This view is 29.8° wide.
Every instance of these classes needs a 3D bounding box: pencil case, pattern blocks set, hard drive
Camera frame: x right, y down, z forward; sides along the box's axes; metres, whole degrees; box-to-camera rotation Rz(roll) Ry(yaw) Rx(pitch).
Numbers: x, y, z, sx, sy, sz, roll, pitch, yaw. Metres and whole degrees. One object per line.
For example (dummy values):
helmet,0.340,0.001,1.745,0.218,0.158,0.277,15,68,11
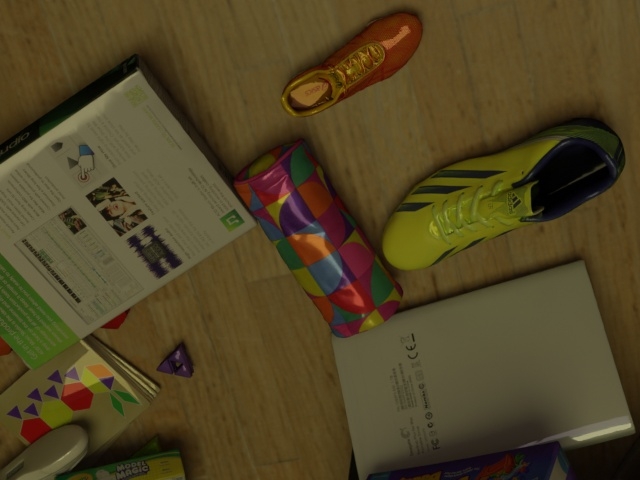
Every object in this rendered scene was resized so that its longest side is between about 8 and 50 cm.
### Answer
pencil case,0.000,0.000,1.352,0.104,0.104,0.236,-28,107,15
pattern blocks set,-0.306,0.200,1.500,0.324,0.026,0.285,-32,106,16
hard drive,0.177,0.159,1.366,0.307,0.203,0.040,-17,155,11

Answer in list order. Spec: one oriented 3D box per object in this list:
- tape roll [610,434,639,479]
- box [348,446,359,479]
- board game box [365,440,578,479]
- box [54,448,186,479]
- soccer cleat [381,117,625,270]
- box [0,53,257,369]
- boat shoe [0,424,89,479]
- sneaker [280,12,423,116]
tape roll,0.413,0.330,1.356,0.169,0.246,0.246,31,112,7
box,0.106,0.399,1.471,0.143,0.165,0.271,0,113,5
board game box,0.212,0.390,1.287,0.233,0.078,0.347,-18,111,33
box,-0.255,0.320,1.489,0.179,0.043,0.105,-13,139,-12
soccer cleat,0.191,-0.044,1.303,0.289,0.121,0.093,-27,108,15
box,-0.265,-0.025,1.339,0.322,0.058,0.232,-33,118,6
boat shoe,-0.346,0.296,1.498,0.184,0.066,0.063,-39,121,15
sneaker,0.036,-0.182,1.290,0.175,0.067,0.064,-34,104,15
